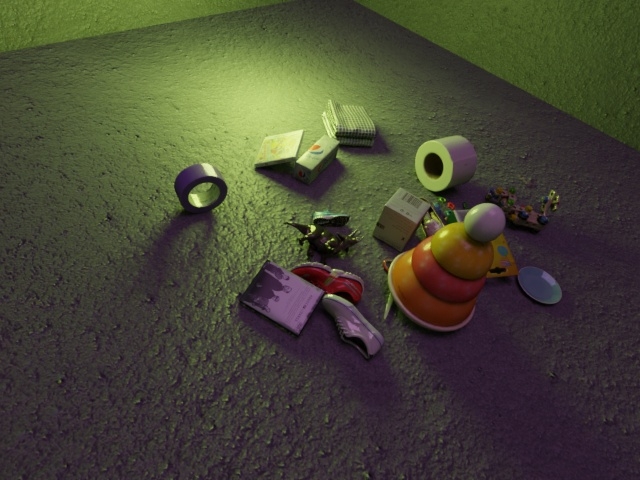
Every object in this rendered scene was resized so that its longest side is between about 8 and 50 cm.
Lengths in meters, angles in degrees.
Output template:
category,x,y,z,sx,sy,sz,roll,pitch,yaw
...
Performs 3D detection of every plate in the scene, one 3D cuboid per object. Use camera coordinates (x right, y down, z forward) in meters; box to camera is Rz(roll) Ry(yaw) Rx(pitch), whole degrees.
category,x,y,z,sx,sy,sz,roll,pitch,yaw
plate,0.910,0.190,1.678,0.188,0.024,0.188,8,49,-9

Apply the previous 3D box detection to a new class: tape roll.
category,x,y,z,sx,sy,sz,roll,pitch,yaw
tape roll,-0.465,-0.202,1.566,0.189,0.189,0.080,-17,56,-26
tape roll,0.604,-0.373,1.945,0.169,0.246,0.246,-18,56,-28

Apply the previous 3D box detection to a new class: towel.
category,x,y,z,sx,sy,sz,roll,pitch,yaw
towel,0.151,-0.627,2.137,0.235,0.121,0.284,-2,50,-17

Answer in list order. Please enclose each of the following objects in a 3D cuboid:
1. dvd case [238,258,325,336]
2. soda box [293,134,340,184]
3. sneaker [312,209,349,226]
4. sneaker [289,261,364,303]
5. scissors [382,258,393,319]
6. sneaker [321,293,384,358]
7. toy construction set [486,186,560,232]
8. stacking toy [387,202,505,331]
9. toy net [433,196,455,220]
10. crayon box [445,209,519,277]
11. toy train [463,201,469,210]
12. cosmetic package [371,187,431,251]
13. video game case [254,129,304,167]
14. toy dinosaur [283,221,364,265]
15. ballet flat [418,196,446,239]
category,x,y,z,sx,sy,sz,roll,pitch,yaw
dvd case,-0.131,0.192,1.377,0.238,0.029,0.179,29,67,11
soda box,-0.016,-0.385,1.900,0.091,0.098,0.286,29,50,12
sneaker,0.045,-0.104,1.693,0.162,0.063,0.073,1,46,-14
sneaker,0.018,0.158,1.436,0.279,0.107,0.118,13,62,2
scissors,0.291,0.181,1.532,0.109,0.021,0.297,13,46,-5
sneaker,0.096,0.283,1.337,0.258,0.094,0.091,39,49,13
toy construction set,0.980,-0.158,1.927,0.327,0.151,0.215,4,48,4
stacking toy,0.467,0.063,1.359,0.350,0.480,0.351,9,51,-12
toy net,0.603,-0.104,1.847,0.122,0.045,0.232,-28,63,-34
crayon box,0.681,0.021,1.702,0.202,0.081,0.319,-3,63,-17
toy train,0.702,-0.158,1.934,0.023,0.017,0.083,4,48,3
cosmetic package,0.332,-0.085,1.665,0.151,0.184,0.151,32,49,14
video game case,-0.191,-0.433,1.885,0.206,0.026,0.227,-6,45,18
toy dinosaur,0.000,0.000,1.578,0.313,0.121,0.160,18,36,8
ballet flat,0.473,-0.073,1.735,0.106,0.107,0.316,38,25,-39
